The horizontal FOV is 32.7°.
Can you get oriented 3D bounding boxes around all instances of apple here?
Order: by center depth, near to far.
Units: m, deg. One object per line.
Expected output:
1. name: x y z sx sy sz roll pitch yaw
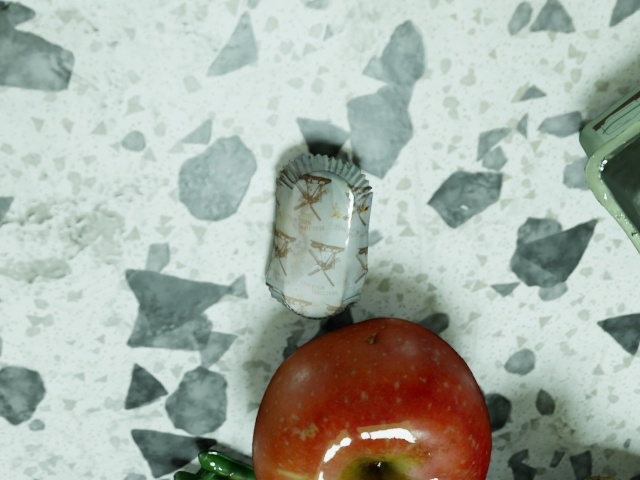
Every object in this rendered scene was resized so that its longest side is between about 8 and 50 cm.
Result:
1. apple: 0.056 0.209 1.182 0.260 0.216 0.260 -1 112 -2

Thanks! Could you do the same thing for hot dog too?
1. hot dog: 0.000 0.000 1.152 0.108 0.059 0.191 8 122 2

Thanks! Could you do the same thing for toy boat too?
1. toy boat: -0.087 0.321 1.319 0.210 0.052 0.104 31 107 -22

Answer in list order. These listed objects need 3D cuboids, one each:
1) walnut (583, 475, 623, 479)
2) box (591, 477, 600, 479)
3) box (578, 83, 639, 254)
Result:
1. walnut: 0.350 0.401 1.333 0.228 0.228 0.228 -4 119 -7
2. box: 0.194 0.398 1.239 0.333 0.145 0.173 -26 82 39
3. box: 0.428 -0.092 1.107 0.290 0.166 0.220 -37 119 13
